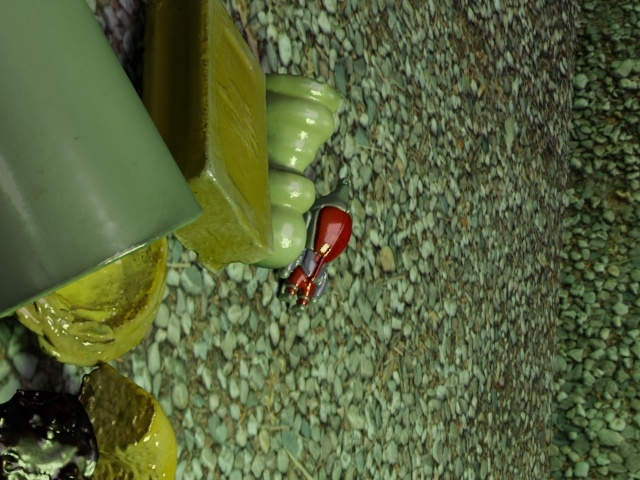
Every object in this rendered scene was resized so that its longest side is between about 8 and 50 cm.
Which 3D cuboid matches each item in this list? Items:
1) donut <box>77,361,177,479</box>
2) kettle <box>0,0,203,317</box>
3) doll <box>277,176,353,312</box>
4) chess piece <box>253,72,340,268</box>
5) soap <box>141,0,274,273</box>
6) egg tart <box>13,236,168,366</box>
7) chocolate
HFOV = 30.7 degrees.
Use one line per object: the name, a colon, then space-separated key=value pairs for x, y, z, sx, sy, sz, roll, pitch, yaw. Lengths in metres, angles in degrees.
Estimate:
donut: x=-0.222 y=0.269 z=1.226 sx=0.152 sy=0.101 sz=0.258 roll=45 pitch=60 yaw=-67
kettle: x=-0.276 y=-0.143 z=0.992 sx=0.376 sy=0.250 sz=0.361 roll=64 pitch=18 yaw=-6
doll: x=0.000 y=0.000 z=1.741 sx=0.102 sy=0.075 sz=0.227 roll=43 pitch=59 yaw=-41
chess piece: x=-0.059 y=-0.087 z=1.585 sx=0.144 sy=0.145 sz=0.251 roll=27 pitch=69 yaw=-59
soap: x=-0.133 y=-0.136 z=1.396 sx=0.199 sy=0.091 sz=0.314 roll=54 pitch=24 yaw=-48
egg tart: x=-0.263 y=-0.005 z=1.223 sx=0.279 sy=0.095 sz=0.278 roll=28 pitch=57 yaw=-56
chocolate: x=-0.294 y=0.192 z=1.061 sx=0.133 sy=0.156 sz=0.156 roll=54 pitch=40 yaw=-59
